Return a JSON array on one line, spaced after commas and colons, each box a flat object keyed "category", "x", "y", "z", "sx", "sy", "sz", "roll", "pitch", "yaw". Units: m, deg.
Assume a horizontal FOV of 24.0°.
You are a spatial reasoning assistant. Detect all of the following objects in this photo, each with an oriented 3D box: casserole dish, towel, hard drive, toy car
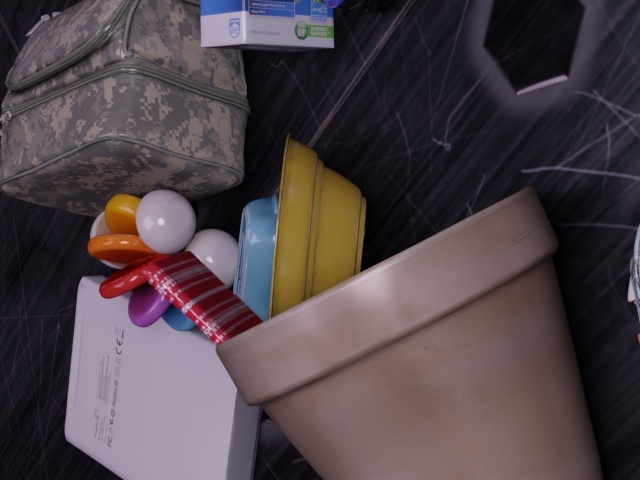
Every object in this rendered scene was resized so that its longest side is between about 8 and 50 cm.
[{"category": "casserole dish", "x": -0.075, "y": 0.038, "z": 1.683, "sx": 0.114, "sy": 0.037, "sz": 0.188, "roll": -103, "pitch": 18, "yaw": -67}, {"category": "towel", "x": -0.065, "y": 0.119, "z": 1.543, "sx": 0.275, "sy": 0.199, "sz": 0.031, "roll": 44, "pitch": 96, "yaw": 2}, {"category": "hard drive", "x": -0.203, "y": 0.202, "z": 1.885, "sx": 0.353, "sy": 0.047, "sz": 0.233, "roll": 22, "pitch": 109, "yaw": 47}, {"category": "toy car", "x": -0.192, "y": 0.034, "z": 1.755, "sx": 0.159, "sy": 0.182, "sz": 0.136, "roll": -19, "pitch": 38, "yaw": 50}]

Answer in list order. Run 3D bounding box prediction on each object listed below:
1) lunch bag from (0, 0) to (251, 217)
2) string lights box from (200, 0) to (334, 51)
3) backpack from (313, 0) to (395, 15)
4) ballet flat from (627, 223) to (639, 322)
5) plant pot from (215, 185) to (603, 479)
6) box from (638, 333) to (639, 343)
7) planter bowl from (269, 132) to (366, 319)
[{"category": "lunch bag", "x": -0.236, "y": -0.180, "z": 1.784, "sx": 0.305, "sy": 0.212, "sz": 0.256, "roll": -16, "pitch": 64, "yaw": 48}, {"category": "string lights box", "x": -0.059, "y": -0.335, "z": 1.606, "sx": 0.077, "sy": 0.133, "sz": 0.259, "roll": 3, "pitch": 96, "yaw": 46}, {"category": "backpack", "x": 0.045, "y": -0.333, "z": 1.504, "sx": 0.173, "sy": 0.117, "sz": 0.158, "roll": -48, "pitch": 59, "yaw": 36}, {"category": "ballet flat", "x": 0.292, "y": 0.065, "z": 1.291, "sx": 0.070, "sy": 0.070, "sz": 0.188, "roll": -16, "pitch": 78, "yaw": 49}, {"category": "plant pot", "x": 0.111, "y": 0.144, "z": 1.356, "sx": 0.323, "sy": 0.323, "sz": 0.280, "roll": -30, "pitch": 87, "yaw": 46}, {"category": "box", "x": 0.386, "y": 0.081, "z": 1.130, "sx": 0.257, "sy": 0.128, "sz": 0.122, "roll": -31, "pitch": 70, "yaw": 47}, {"category": "planter bowl", "x": 0.000, "y": 0.000, "z": 1.569, "sx": 0.217, "sy": 0.090, "sz": 0.217, "roll": -174, "pitch": 90, "yaw": -90}]
